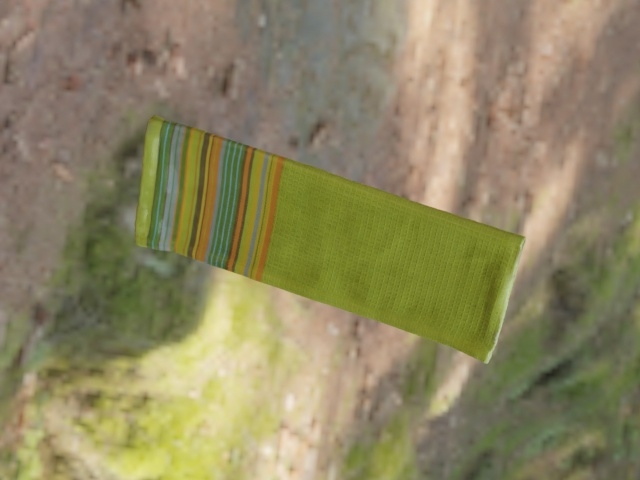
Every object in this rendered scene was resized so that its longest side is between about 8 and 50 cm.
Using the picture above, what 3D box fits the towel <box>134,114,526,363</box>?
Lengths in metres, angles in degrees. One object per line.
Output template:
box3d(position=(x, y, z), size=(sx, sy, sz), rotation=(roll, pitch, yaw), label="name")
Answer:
box3d(position=(0.000, 0.000, 0.998), size=(0.102, 0.237, 0.021), rotation=(98, 14, -44), label="towel")
